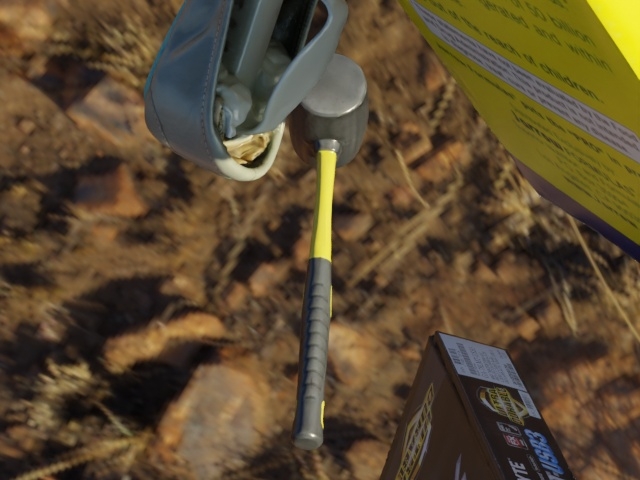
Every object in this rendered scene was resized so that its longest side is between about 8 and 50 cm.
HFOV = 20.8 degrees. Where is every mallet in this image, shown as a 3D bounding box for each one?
[{"bbox_3d":[0.000,0.000,0.806,0.039,0.062,0.189,3,58,0],"label":"mallet"}]

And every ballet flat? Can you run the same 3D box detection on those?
[{"bbox_3d":[-0.008,-0.121,0.683,0.068,0.072,0.213,35,116,30],"label":"ballet flat"}]

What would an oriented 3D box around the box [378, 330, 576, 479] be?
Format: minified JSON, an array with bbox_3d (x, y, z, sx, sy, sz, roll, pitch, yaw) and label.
[{"bbox_3d":[0.087,0.256,1.233,0.073,0.293,0.295,15,109,-11],"label":"box"}]

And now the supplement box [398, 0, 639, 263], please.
[{"bbox_3d":[0.092,-0.157,0.483,0.194,0.356,0.195,-42,35,-3],"label":"supplement box"}]
